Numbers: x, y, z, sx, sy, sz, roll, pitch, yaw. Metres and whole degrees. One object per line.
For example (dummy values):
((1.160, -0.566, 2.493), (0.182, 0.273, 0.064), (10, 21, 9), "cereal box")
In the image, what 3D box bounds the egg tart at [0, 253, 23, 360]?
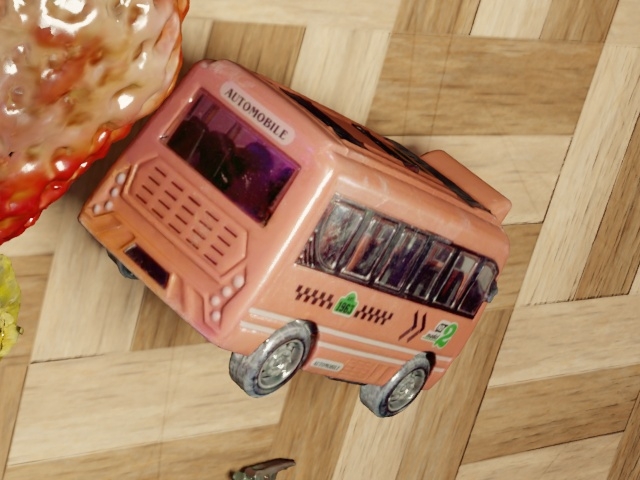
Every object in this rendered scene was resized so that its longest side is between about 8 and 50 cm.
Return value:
((-0.358, 0.097, 1.168), (0.294, 0.123, 0.294), (-12, 139, -10), "egg tart")

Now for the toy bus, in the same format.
((0.000, 0.000, 1.391), (0.233, 0.203, 0.427), (-55, 152, 9), "toy bus")

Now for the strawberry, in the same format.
((-0.226, -0.116, 1.193), (0.265, 0.149, 0.336), (15, 106, -49), "strawberry")

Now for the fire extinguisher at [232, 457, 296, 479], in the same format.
((-0.104, 0.328, 1.655), (0.252, 0.075, 0.106), (-62, 162, -19), "fire extinguisher")
